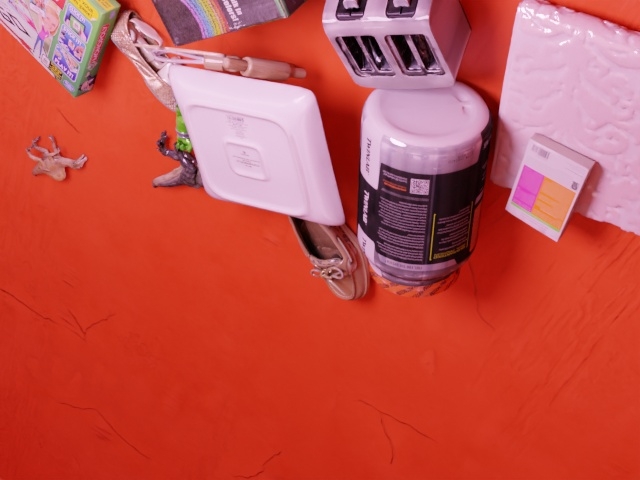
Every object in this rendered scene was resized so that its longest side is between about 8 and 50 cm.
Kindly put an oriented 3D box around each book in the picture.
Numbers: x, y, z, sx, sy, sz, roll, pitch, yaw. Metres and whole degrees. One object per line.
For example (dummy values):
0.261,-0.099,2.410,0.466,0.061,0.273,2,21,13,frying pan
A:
0.331,-0.078,1.679,0.096,0.035,0.144,30,139,16,book

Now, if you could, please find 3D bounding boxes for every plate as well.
-0.109,-0.141,1.843,0.277,0.045,0.278,15,139,28,plate

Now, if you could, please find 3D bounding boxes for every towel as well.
0.411,-0.158,1.607,0.331,0.053,0.317,22,137,19,towel

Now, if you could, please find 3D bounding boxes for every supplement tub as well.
0.153,-0.076,1.757,0.193,0.193,0.316,20,134,20,supplement tub

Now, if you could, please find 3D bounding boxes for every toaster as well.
0.110,-0.300,1.617,0.168,0.110,0.186,5,153,27,toaster

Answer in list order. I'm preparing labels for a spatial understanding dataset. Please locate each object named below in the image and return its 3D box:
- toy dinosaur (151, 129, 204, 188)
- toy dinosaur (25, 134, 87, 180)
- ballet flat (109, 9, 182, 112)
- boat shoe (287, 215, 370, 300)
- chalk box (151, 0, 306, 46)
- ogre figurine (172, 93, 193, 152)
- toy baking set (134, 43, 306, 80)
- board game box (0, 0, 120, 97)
-0.244,-0.137,2.087,0.268,0.064,0.118,0,132,40,toy dinosaur
-0.546,-0.156,2.286,0.183,0.053,0.093,-8,122,40,toy dinosaur
-0.280,-0.306,1.954,0.067,0.073,0.206,-31,108,38,ballet flat
0.000,0.000,2.009,0.104,0.089,0.285,-4,124,37,boat shoe
-0.099,-0.417,1.646,0.289,0.179,0.180,-6,122,37,chalk box
-0.165,-0.208,1.939,0.197,0.097,0.118,13,140,33,ogre figurine
-0.152,-0.274,1.784,0.196,0.256,0.030,13,100,40,toy baking set
-0.486,-0.424,1.968,0.317,0.046,0.213,44,140,10,board game box
